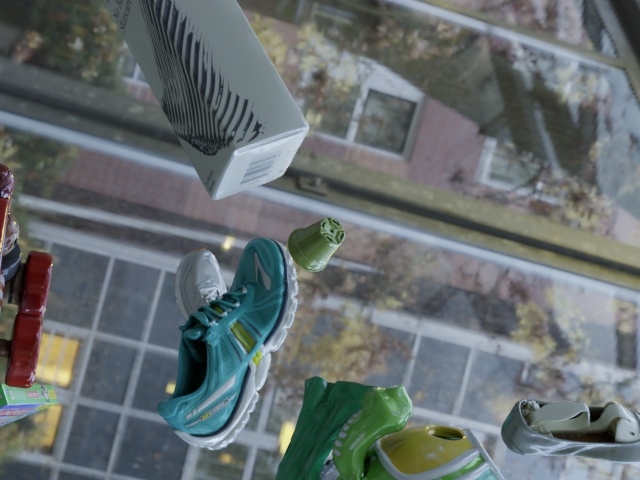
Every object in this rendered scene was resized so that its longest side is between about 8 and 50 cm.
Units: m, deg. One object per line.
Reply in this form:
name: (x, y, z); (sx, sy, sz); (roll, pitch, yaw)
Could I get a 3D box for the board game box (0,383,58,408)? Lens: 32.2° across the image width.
board game box: (-0.666, 0.341, 2.180); (0.317, 0.214, 0.046); (65, 4, -81)

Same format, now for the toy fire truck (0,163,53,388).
toy fire truck: (-0.441, 0.038, 1.472); (0.302, 0.169, 0.254); (-96, -158, -47)

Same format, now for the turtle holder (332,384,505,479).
turtle holder: (0.148, 0.370, 1.658); (0.227, 0.320, 0.243); (-33, 171, 2)

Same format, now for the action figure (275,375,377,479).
action figure: (-0.008, 0.319, 1.691); (0.137, 0.063, 0.232); (-4, -135, 38)

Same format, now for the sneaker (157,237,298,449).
sneaker: (-0.108, 0.110, 1.320); (0.107, 0.110, 0.275); (-15, -132, 49)

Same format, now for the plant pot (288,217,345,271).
plant pot: (0.000, 0.000, 1.880); (0.079, 0.083, 0.083); (-37, -143, 49)

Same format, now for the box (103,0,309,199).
box: (-0.125, -0.190, 1.163); (0.275, 0.094, 0.113); (59, -29, 16)

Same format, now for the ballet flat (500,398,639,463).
ballet flat: (0.317, 0.217, 1.285); (0.072, 0.213, 0.068); (-100, -163, -49)

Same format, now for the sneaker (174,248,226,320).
sneaker: (-0.186, 0.144, 1.948); (0.121, 0.099, 0.262); (-3, -87, 58)
